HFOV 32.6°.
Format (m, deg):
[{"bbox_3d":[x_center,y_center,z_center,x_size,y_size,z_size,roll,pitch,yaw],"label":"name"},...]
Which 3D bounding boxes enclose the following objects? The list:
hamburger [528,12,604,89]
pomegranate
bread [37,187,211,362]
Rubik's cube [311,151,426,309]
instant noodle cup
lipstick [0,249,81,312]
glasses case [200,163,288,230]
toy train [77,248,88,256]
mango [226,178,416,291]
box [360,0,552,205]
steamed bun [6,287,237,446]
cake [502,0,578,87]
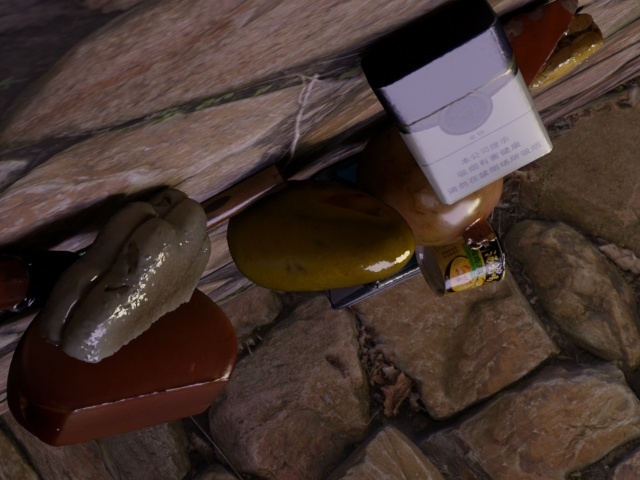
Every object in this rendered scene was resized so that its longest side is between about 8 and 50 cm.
[{"bbox_3d":[0.379,-0.305,1.774,0.147,0.083,0.138,-27,172,-31],"label":"hamburger"},{"bbox_3d":[0.199,-0.096,1.863,0.229,0.270,0.252,-30,169,-38],"label":"pomegranate"},{"bbox_3d":[-0.229,0.029,1.422,0.183,0.102,0.337,-60,171,23],"label":"bread"},{"bbox_3d":[0.111,-0.034,2.161,0.260,0.259,0.255,-27,175,-21],"label":"Rubik's cube"},{"bbox_3d":[0.249,0.026,1.993,0.122,0.151,0.151,-20,174,-13],"label":"instant noodle cup"},{"bbox_3d":[-0.386,0.050,1.263,0.077,0.077,0.418,-29,174,13],"label":"lipstick"},{"bbox_3d":[-0.133,-0.063,1.730,0.170,0.041,0.064,-29,177,6],"label":"glasses case"},{"bbox_3d":[-0.318,0.015,1.597,0.092,0.029,0.045,-22,-170,-17],"label":"toy train"},{"bbox_3d":[0.000,0.000,1.793,0.253,0.182,0.365,-11,-164,-43],"label":"mango"},{"bbox_3d":[0.173,-0.167,1.352,0.168,0.071,0.259,-28,141,10],"label":"box"},{"bbox_3d":[-0.351,0.187,1.889,0.379,0.248,0.235,-8,155,-29],"label":"steamed bun"},{"bbox_3d":[0.253,-0.266,1.514,0.287,0.135,0.098,-47,177,-18],"label":"cake"}]
